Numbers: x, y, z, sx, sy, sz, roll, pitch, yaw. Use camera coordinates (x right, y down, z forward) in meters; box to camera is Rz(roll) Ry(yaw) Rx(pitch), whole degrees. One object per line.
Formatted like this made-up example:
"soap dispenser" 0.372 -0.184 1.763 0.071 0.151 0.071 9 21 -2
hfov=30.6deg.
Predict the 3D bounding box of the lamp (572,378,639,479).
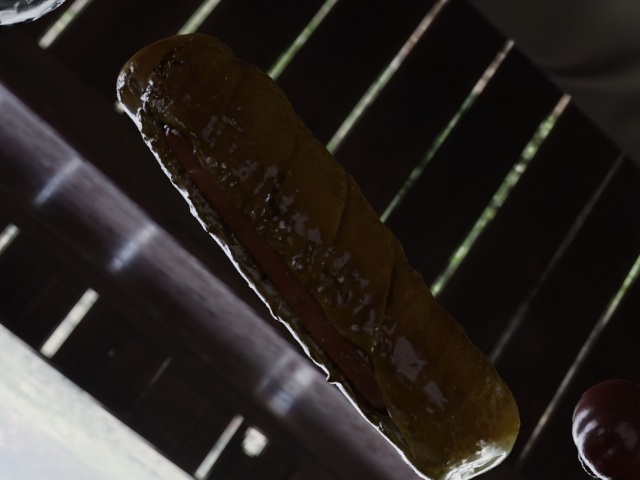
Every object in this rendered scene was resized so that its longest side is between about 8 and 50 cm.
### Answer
"lamp" 0.260 0.166 0.995 0.101 0.101 0.090 40 123 -11

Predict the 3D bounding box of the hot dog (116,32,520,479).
"hot dog" 0.000 0.001 0.602 0.286 0.088 0.061 48 134 9

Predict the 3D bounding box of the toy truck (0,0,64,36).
"toy truck" -0.150 -0.137 0.239 0.124 0.268 0.155 49 127 25
